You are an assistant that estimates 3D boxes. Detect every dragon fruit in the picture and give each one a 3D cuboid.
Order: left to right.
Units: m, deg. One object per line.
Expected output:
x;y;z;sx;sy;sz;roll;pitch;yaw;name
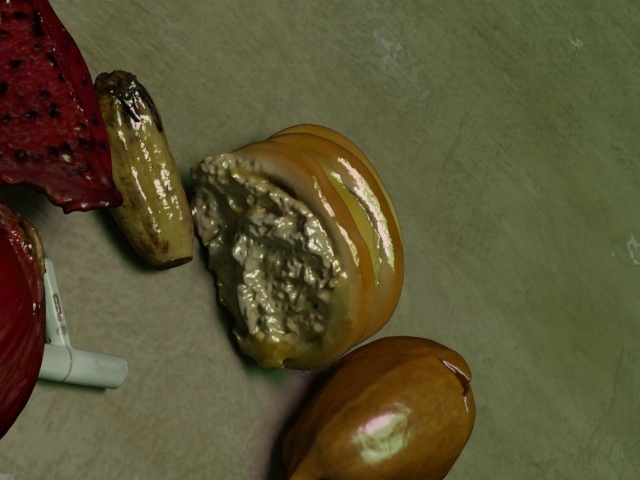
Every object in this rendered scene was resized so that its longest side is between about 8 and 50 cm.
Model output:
-0.334;-0.159;1.677;0.302;0.240;0.330;-40;98;-28;dragon fruit

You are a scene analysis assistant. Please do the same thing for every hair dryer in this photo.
-0.299;0.077;1.771;0.155;0.044;0.183;17;60;-45;hair dryer

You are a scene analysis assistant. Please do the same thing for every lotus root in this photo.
-0.228;-0.082;1.869;0.110;0.097;0.258;-26;102;-42;lotus root

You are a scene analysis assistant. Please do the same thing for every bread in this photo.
0.000;0.000;1.994;0.270;0.211;0.315;-18;91;-50;bread

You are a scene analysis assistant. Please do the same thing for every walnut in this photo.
0.071;0.250;1.987;0.336;0.209;0.209;-29;97;-40;walnut

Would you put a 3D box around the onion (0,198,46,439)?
-0.404;0.073;1.447;0.341;0.341;0.341;20;61;-41;onion
